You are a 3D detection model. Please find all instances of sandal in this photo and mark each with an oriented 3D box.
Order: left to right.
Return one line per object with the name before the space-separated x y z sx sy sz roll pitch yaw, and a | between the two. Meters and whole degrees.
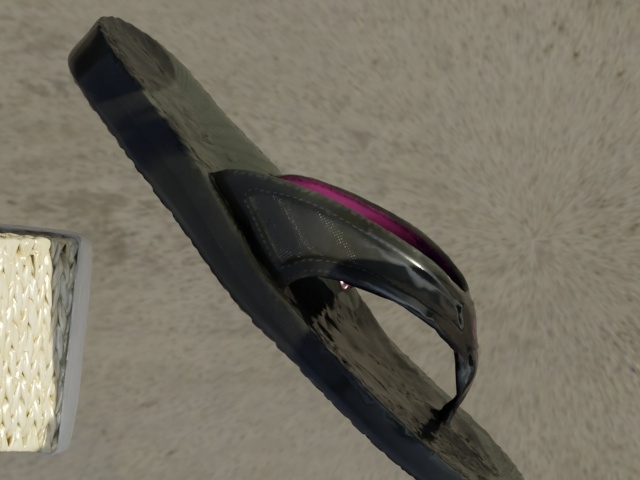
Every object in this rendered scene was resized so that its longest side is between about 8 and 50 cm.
sandal | -0.002 -0.001 0.989 0.107 0.167 0.445 -43 79 14

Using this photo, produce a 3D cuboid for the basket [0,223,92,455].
basket | -0.247 0.069 1.071 0.113 0.103 0.167 6 89 31
